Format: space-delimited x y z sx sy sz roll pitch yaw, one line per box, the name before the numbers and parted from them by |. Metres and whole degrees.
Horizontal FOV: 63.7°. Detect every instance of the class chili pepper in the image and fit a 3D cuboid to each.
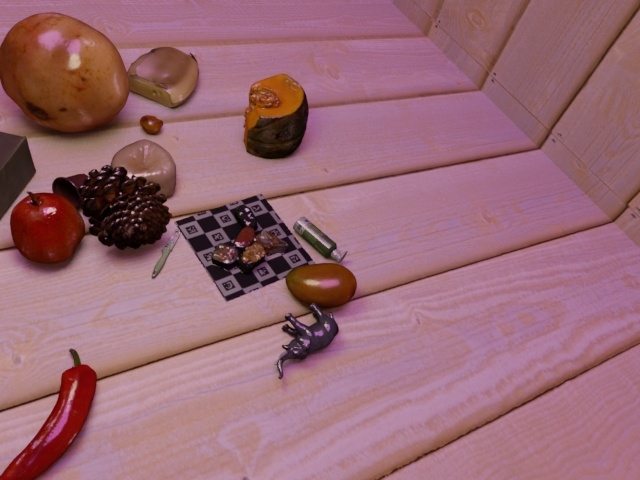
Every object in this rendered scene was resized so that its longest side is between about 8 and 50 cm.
chili pepper | -0.615 0.410 1.189 0.137 0.091 0.368 10 45 5

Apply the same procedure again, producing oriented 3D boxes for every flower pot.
flower pot | -0.772 -0.163 1.630 0.111 0.111 0.089 29 33 7

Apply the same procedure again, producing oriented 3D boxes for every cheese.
cheese | -0.585 -0.235 1.734 0.218 0.117 0.235 24 51 1
cheese | -0.626 -0.685 2.109 0.260 0.128 0.315 25 53 -6

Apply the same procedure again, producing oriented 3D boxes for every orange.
orange | -0.633 -0.430 1.922 0.086 0.062 0.086 19 19 -7

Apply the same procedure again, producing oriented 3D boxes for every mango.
mango | 0.003 0.140 1.602 0.221 0.120 0.151 -1 40 -9

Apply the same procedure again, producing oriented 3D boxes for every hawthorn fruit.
hawthorn fruit | -0.775 -0.054 1.444 0.197 0.225 0.196 2 44 -2

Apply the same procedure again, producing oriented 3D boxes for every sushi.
sushi | -0.242 -0.011 1.688 0.343 0.064 0.359 -21 59 -32

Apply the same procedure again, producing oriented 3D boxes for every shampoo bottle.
shampoo bottle | 0.000 0.000 1.757 0.204 0.065 0.065 41 50 17

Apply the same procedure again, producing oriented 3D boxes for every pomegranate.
pomegranate | -0.854 -0.574 1.758 0.412 0.411 0.411 9 48 -11

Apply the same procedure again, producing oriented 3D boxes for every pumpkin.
pumpkin | -0.174 -0.481 2.020 0.257 0.225 0.303 -2 57 -14

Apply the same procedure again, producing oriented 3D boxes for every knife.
knife | -0.482 0.038 1.602 0.030 0.014 0.207 19 46 -2

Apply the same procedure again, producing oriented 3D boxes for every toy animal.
toy animal | -0.056 0.277 1.487 0.270 0.082 0.137 -29 63 -36

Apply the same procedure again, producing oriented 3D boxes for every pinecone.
pinecone | -0.595 -0.112 1.545 0.246 0.246 0.292 -27 59 -34

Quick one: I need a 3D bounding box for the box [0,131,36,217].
box | -0.995 -0.202 1.548 0.149 0.155 0.231 13 49 -4
